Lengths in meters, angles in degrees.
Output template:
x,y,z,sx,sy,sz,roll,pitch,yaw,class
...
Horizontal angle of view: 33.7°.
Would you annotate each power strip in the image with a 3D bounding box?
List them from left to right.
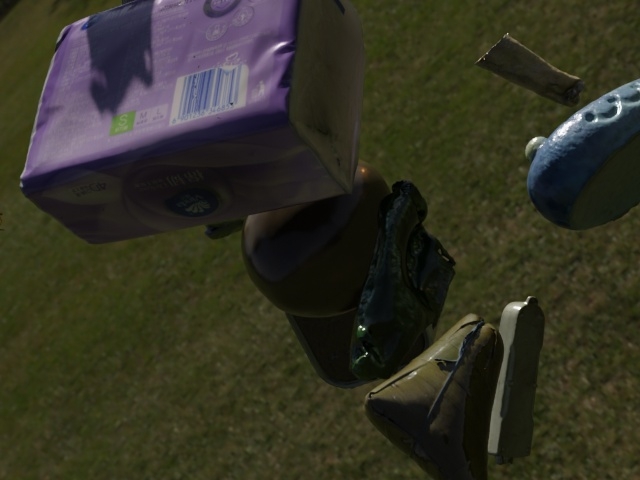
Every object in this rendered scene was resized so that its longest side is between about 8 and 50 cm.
x,y,z,sx,sy,sz,roll,pitch,yaw,class
0.329,0.235,1.788,0.048,0.080,0.286,7,89,55,power strip

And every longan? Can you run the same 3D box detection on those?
x,y,z,sx,sy,sz,roll,pitch,yaw,class
0.000,0.000,1.282,0.196,0.196,0.220,-62,3,-32,longan

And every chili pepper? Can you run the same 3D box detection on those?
x,y,z,sx,sy,sz,roll,pitch,yaw,class
0.066,0.035,0.940,0.062,0.108,0.216,-13,35,28,chili pepper

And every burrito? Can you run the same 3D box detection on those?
x,y,z,sx,sy,sz,roll,pitch,yaw,class
0.418,-0.335,2.091,0.087,0.226,0.060,-66,10,-7,burrito

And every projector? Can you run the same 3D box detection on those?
x,y,z,sx,sy,sz,roll,pitch,yaw,class
0.094,0.111,2.087,0.248,0.248,0.249,-21,17,21,projector

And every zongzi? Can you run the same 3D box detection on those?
x,y,z,sx,sy,sz,roll,pitch,yaw,class
0.217,0.243,1.454,0.228,0.115,0.256,-37,60,-19,zongzi

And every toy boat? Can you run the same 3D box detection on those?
x,y,z,sx,sy,sz,roll,pitch,yaw,class
0.414,-0.138,1.514,0.330,0.215,0.123,-30,58,-26,toy boat

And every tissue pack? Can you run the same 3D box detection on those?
x,y,z,sx,sy,sz,roll,pitch,yaw,class
-0.133,-0.143,1.124,0.338,0.160,0.242,-10,55,27,tissue pack

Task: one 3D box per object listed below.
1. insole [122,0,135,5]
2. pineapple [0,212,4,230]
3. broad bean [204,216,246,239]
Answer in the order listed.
x,y,z,sx,sy,sz,roll,pitch,yaw,class
-0.243,-0.337,1.423,0.053,0.152,0.002,-7,2,-2,insole
-0.748,-0.051,1.975,0.158,0.334,0.161,-26,55,6,pineapple
-0.172,-0.101,2.215,0.169,0.100,0.228,26,87,30,broad bean
